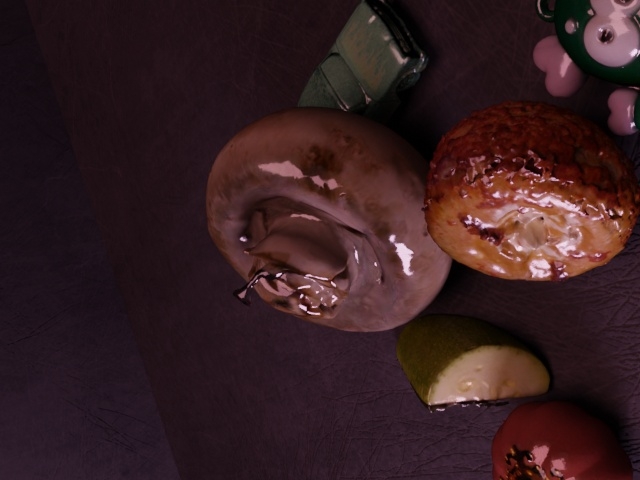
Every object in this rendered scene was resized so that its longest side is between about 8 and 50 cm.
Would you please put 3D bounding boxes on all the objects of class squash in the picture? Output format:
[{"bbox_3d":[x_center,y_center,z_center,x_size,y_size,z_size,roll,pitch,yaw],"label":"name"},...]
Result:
[{"bbox_3d":[0.206,0.155,1.060,0.252,0.169,0.093,-112,16,-81],"label":"squash"}]

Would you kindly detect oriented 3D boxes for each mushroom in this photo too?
[{"bbox_3d":[0.000,0.000,1.003,0.362,0.294,0.362,16,138,15],"label":"mushroom"}]

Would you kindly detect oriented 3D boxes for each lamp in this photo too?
[{"bbox_3d":[0.289,0.288,0.892,0.182,0.140,0.182,18,115,45],"label":"lamp"}]

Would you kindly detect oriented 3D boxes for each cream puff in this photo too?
[{"bbox_3d":[0.225,-0.053,0.797,0.240,0.240,0.164,-47,30,50],"label":"cream puff"}]

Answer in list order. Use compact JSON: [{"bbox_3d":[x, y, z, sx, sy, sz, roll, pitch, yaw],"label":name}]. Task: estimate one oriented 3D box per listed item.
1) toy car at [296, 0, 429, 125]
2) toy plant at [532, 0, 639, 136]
[{"bbox_3d":[0.037,-0.204,1.090,0.141,0.097,0.320,60,143,19],"label":"toy car"},{"bbox_3d":[0.314,-0.218,0.693,0.243,0.112,0.232,44,130,28],"label":"toy plant"}]
